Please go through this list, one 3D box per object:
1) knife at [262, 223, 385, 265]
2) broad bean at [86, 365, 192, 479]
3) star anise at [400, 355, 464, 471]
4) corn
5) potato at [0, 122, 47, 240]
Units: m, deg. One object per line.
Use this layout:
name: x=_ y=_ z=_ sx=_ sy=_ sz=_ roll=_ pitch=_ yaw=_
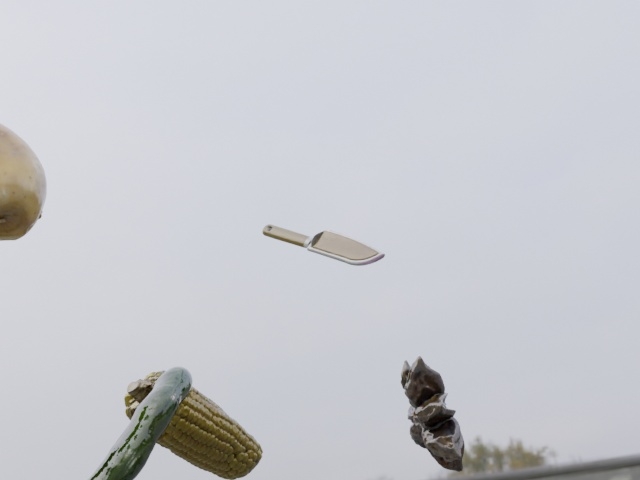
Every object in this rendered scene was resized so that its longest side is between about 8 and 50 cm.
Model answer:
knife: x=0.000 y=-0.001 z=1.450 sx=0.256 sy=0.046 sz=0.022 roll=16 pitch=-33 yaw=44
broad bean: x=-0.227 y=0.248 z=1.154 sx=0.049 sy=0.292 sz=0.144 roll=34 pitch=-53 yaw=-1
star anise: x=0.192 y=0.307 z=1.583 sx=0.073 sy=0.197 sz=0.212 roll=-22 pitch=-51 yaw=-10
corn: x=-0.216 y=0.324 z=1.606 sx=0.119 sy=0.119 sz=0.322 roll=-22 pitch=-46 yaw=31
potato: x=-0.344 y=-0.070 z=0.932 sx=0.118 sy=0.178 sz=0.109 roll=-14 pitch=-49 yaw=-31
